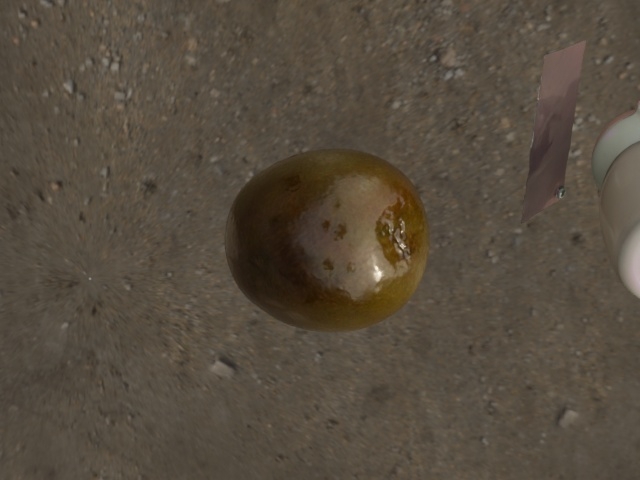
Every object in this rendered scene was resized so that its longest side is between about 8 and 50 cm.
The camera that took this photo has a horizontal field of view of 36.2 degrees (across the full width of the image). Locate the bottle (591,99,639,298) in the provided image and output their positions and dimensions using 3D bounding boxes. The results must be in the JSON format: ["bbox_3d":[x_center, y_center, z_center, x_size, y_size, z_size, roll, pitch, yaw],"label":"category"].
[{"bbox_3d":[0.359,-0.055,1.036,0.147,0.236,0.147,0,127,0],"label":"bottle"}]

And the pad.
[{"bbox_3d":[0.257,-0.119,1.073,0.113,0.006,0.187,-26,126,-48],"label":"pad"}]

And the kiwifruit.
[{"bbox_3d":[0.000,0.000,1.044,0.196,0.234,0.196,-3,95,-39],"label":"kiwifruit"}]
